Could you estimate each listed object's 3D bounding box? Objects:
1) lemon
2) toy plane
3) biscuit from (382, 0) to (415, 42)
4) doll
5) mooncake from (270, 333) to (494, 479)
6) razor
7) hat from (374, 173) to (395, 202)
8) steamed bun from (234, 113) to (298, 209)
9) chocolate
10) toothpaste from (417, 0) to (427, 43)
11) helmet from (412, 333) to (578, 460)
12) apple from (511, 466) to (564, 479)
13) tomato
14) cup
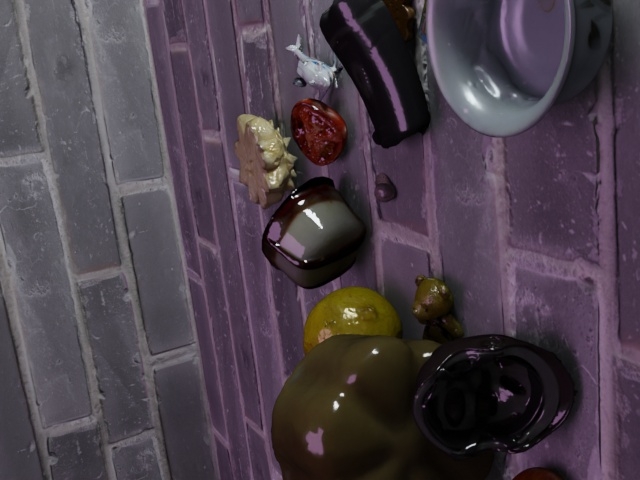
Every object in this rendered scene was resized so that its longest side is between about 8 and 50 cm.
[{"bbox_3d":[0.078,0.239,1.992,0.267,0.267,0.267,39,136,52],"label":"lemon"},{"bbox_3d":[-0.030,-0.460,2.037,0.273,0.107,0.182,65,148,32],"label":"toy plane"},{"bbox_3d":[0.163,-0.508,1.701,0.124,0.026,0.175,8,111,64],"label":"biscuit"},{"bbox_3d":[0.252,0.182,1.789,0.137,0.097,0.210,24,129,55],"label":"doll"},{"bbox_3d":[0.137,0.424,1.728,0.262,0.466,0.467,-1,101,62],"label":"mooncake"},{"bbox_3d":[0.121,-0.372,1.717,0.349,0.113,0.204,63,162,-6],"label":"razor"},{"bbox_3d":[0.144,-0.122,1.915,0.087,0.042,0.058,50,144,44],"label":"hat"},{"bbox_3d":[-0.159,-0.246,2.377,0.295,0.137,0.292,120,131,-63],"label":"steamed bun"},{"bbox_3d":[0.000,0.000,2.069,0.186,0.283,0.284,38,139,22],"label":"chocolate"},{"bbox_3d":[0.230,-0.484,1.555,0.070,0.044,0.193,52,145,40],"label":"toothpaste"},{"bbox_3d":[0.324,0.284,1.550,0.177,0.305,0.225,-83,-20,-77],"label":"helmet"},{"bbox_3d":[0.425,0.520,1.557,0.146,0.146,0.147,39,136,52],"label":"apple"},{"bbox_3d":[0.000,-0.287,2.063,0.166,0.082,0.174,38,144,5],"label":"tomato"},{"bbox_3d":[0.332,-0.349,1.276,0.347,0.163,0.347,41,138,51],"label":"cup"}]
